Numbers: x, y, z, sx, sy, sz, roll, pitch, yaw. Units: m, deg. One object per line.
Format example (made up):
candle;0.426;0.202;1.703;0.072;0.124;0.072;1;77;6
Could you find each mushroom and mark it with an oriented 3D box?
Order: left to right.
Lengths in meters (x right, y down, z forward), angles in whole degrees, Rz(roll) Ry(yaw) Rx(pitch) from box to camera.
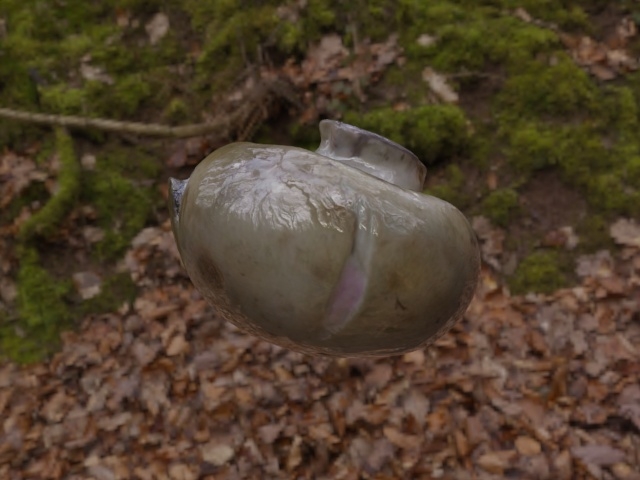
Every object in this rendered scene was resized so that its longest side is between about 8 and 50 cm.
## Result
mushroom;0.000;0.000;0.800;0.255;0.184;0.255;24;-2;1
